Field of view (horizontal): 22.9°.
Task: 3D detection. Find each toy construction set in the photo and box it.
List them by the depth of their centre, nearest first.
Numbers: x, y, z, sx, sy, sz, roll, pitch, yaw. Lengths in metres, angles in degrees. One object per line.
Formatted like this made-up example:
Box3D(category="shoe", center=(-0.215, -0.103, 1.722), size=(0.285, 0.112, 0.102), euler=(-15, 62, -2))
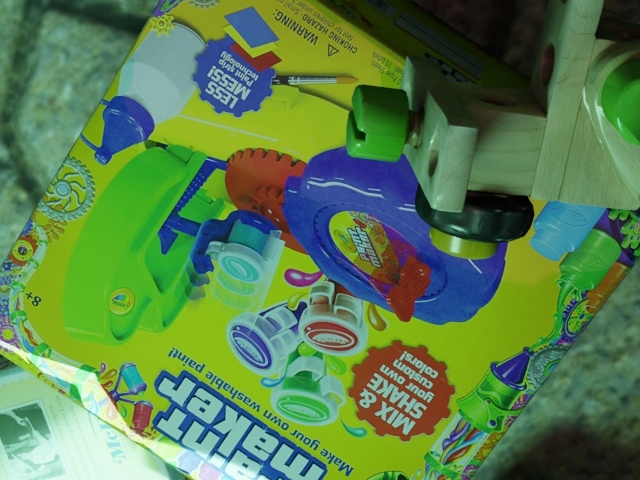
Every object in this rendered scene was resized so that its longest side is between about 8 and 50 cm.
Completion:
Box3D(category="toy construction set", center=(0.133, -0.123, 0.757), size=(0.237, 0.309, 0.257), euler=(2, 137, -3))

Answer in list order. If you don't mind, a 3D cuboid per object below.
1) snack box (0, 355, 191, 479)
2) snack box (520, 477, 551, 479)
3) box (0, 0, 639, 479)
Box3D(category="snack box", center=(-0.157, 0.229, 1.089), size=(0.187, 0.060, 0.322), euler=(-16, 102, 15))
Box3D(category="snack box", center=(0.106, 0.283, 1.026), size=(0.207, 0.070, 0.174), euler=(-40, 69, 17))
Box3D(category="box", center=(0.000, 0.000, 0.944), size=(0.290, 0.177, 0.279), euler=(33, 108, -1))
